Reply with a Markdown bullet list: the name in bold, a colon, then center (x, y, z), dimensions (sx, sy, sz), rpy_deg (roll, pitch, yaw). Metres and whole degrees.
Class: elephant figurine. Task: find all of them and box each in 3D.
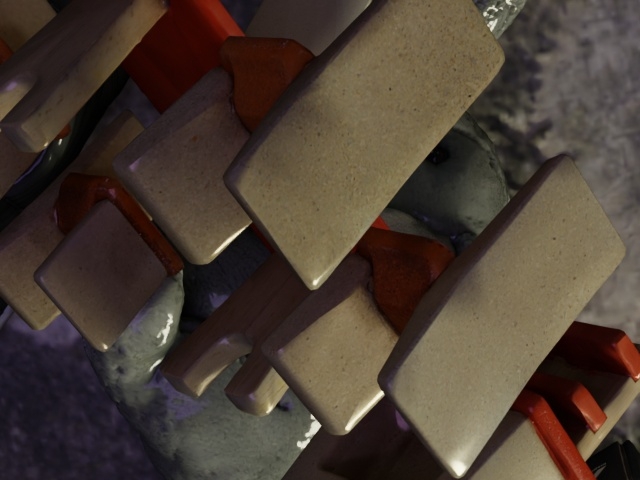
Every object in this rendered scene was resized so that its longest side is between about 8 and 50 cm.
- **elephant figurine**: center (0.019, 0.012, 0.755), dimensions (0.239, 0.169, 0.186), rpy_deg (-21, 130, 5)

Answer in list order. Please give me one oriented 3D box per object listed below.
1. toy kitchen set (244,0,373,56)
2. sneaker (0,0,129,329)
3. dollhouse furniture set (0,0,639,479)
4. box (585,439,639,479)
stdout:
- **toy kitchen set**: center (0.092, -0.111, 0.656), dimensions (0.166, 0.122, 0.207), rpy_deg (27, 82, 6)
- **sneaker**: center (-0.187, -0.018, 0.798), dimensions (0.104, 0.147, 0.296), rpy_deg (36, 114, 1)
- **dollhouse furniture set**: center (0.000, 0.000, 0.585), dimensions (0.262, 0.135, 0.259), rpy_deg (10, 143, 54)
- **box**: center (0.137, 0.344, 0.819), dimensions (0.318, 0.097, 0.395), rpy_deg (-35, 95, 12)
